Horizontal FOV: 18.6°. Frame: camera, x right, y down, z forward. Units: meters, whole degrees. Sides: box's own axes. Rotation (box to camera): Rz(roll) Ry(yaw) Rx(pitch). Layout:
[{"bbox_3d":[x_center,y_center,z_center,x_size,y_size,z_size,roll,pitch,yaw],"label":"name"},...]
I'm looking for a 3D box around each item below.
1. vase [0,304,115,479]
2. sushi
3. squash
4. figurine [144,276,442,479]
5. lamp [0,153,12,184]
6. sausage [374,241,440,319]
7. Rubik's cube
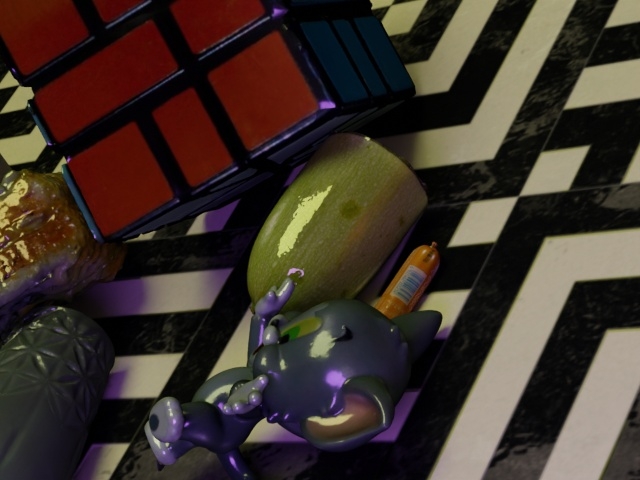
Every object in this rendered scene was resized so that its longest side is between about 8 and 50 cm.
[{"bbox_3d":[-0.303,0.191,1.835,0.251,0.156,0.301,7,41,15],"label":"vase"},{"bbox_3d":[-0.309,0.014,2.010,0.184,0.139,0.274,-35,-9,0],"label":"sushi"},{"bbox_3d":[0.000,0.000,1.787,0.187,0.123,0.123,-51,32,-20],"label":"squash"},{"bbox_3d":[-0.038,0.137,1.632,0.265,0.140,0.193,-42,5,20],"label":"figurine"},{"bbox_3d":[-0.542,-0.052,2.336,0.301,0.247,0.247,-9,44,30],"label":"lamp"},{"bbox_3d":[0.076,0.043,1.731,0.031,0.031,0.107,3,49,50],"label":"sausage"},{"bbox_3d":[-0.114,-0.188,1.901,0.293,0.283,0.288,-26,0,17],"label":"Rubik's cube"}]
